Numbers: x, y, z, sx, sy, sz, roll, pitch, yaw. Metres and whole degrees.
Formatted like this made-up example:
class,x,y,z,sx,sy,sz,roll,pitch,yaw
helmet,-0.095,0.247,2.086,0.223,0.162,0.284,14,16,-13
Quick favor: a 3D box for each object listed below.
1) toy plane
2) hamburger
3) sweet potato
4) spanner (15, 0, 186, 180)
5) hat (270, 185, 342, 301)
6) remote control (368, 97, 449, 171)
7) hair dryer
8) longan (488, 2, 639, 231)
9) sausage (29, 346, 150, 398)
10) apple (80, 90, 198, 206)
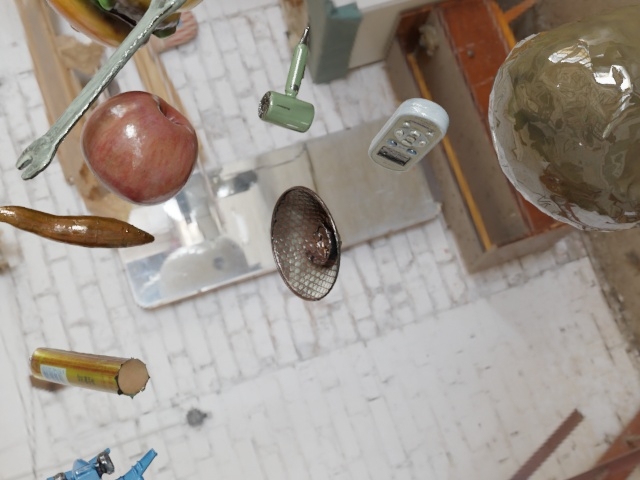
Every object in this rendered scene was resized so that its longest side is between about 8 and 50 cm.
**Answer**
class,x,y,z,sx,sy,sz,roll,pitch,yaw
toy plane,-0.383,0.432,1.357,0.271,0.254,0.105,10,121,63
hamburger,-0.392,-0.538,1.495,0.396,0.277,0.396,51,-163,-22
sweet potato,-0.403,-0.018,1.313,0.057,0.264,0.057,-173,90,-69
spanner,-0.252,-0.190,0.932,0.071,0.302,0.017,23,162,49
hat,0.000,0.000,1.338,0.193,0.082,0.193,20,116,50
remote control,0.146,-0.176,1.355,0.244,0.087,0.047,135,154,-71
hair dryer,-0.036,-0.233,1.135,0.047,0.071,0.150,14,89,63
longan,0.527,-0.213,1.444,0.404,0.435,0.404,33,135,42
sausage,-0.500,0.267,1.649,0.371,0.082,0.082,-1,111,40
apple,-0.228,-0.123,1.033,0.153,0.120,0.153,37,-158,-18
